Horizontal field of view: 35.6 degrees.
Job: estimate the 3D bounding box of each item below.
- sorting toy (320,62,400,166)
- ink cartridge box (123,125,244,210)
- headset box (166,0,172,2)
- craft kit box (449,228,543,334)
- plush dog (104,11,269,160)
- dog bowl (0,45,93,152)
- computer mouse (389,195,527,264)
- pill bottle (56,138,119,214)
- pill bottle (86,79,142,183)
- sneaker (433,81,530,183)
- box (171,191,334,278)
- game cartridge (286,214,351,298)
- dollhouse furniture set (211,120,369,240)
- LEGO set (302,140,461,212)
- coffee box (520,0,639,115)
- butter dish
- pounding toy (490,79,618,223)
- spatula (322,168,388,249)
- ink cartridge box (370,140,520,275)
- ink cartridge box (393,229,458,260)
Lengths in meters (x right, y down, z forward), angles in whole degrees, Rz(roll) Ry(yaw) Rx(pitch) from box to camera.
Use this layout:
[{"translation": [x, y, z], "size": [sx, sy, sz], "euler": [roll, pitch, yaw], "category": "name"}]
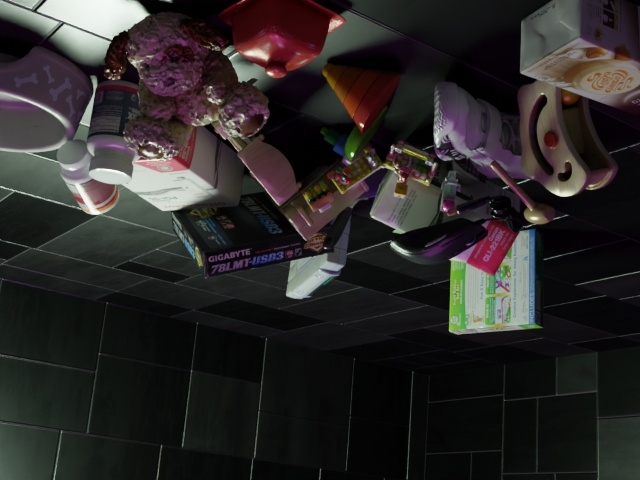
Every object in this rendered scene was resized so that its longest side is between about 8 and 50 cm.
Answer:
[{"translation": [0.048, -0.240, 1.869], "size": [0.126, 0.127, 0.365], "euler": [34, 165, 4], "category": "sorting toy"}, {"translation": [-0.315, -0.166, 2.112], "size": [0.207, 0.117, 0.283], "euler": [-3, 160, 24], "category": "ink cartridge box"}, {"translation": [-0.219, -0.390, 1.439], "size": [0.032, 0.083, 0.062], "euler": [10, 161, -14], "category": "headset box"}, {"translation": [0.450, 0.109, 2.556], "size": [0.246, 0.250, 0.061], "euler": [-7, 160, 34], "category": "craft kit box"}, {"translation": [-0.232, -0.288, 1.674], "size": [0.262, 0.211, 0.225], "euler": [-13, 140, 14], "category": "plush dog"}, {"translation": [-0.616, -0.271, 1.896], "size": [0.348, 0.102, 0.349], "euler": [5, 163, 1], "category": "dog bowl"}, {"translation": [0.242, -0.010, 1.815], "size": [0.262, 0.060, 0.184], "euler": [-14, 160, 17], "category": "computer mouse"}, {"translation": [-0.462, -0.127, 1.973], "size": [0.086, 0.086, 0.152], "euler": [1, 145, 13], "category": "pill bottle"}, {"translation": [-0.389, -0.205, 1.907], "size": [0.108, 0.180, 0.108], "euler": [4, 163, 1], "category": "pill bottle"}, {"translation": [0.330, -0.200, 1.818], "size": [0.210, 0.137, 0.366], "euler": [-2, 166, 18], "category": "sneaker"}, {"translation": [-0.156, -0.025, 2.209], "size": [0.293, 0.073, 0.295], "euler": [-12, -155, -18], "category": "box"}, {"translation": [0.000, 0.000, 2.366], "size": [0.068, 0.230, 0.355], "euler": [8, 163, -15], "category": "game cartridge"}, {"translation": [-0.083, -0.197, 2.020], "size": [0.355, 0.174, 0.303], "euler": [52, 177, -30], "category": "dollhouse furniture set"}, {"translation": [0.110, -0.120, 1.795], "size": [0.287, 0.132, 0.107], "euler": [1, 174, 1], "category": "LEGO set"}, {"translation": [0.450, -0.292, 1.543], "size": [0.246, 0.098, 0.141], "euler": [13, 161, -25], "category": "coffee box"}, {"translation": [-0.066, -0.314, 1.579], "size": [0.160, 0.118, 0.160], "euler": [20, 157, -37], "category": "butter dish"}, {"translation": [0.393, -0.151, 1.687], "size": [0.155, 0.269, 0.154], "euler": [-14, -164, -30], "category": "pounding toy"}, {"translation": [0.068, -0.071, 2.093], "size": [0.084, 0.296, 0.030], "euler": [-4, 121, 32], "category": "spatula"}, {"translation": [0.253, -0.069, 1.993], "size": [0.273, 0.114, 0.197], "euler": [25, -154, -1], "category": "ink cartridge box"}, {"translation": [0.310, -0.002, 2.378], "size": [0.235, 0.056, 0.171], "euler": [7, 163, -15], "category": "ink cartridge box"}]
